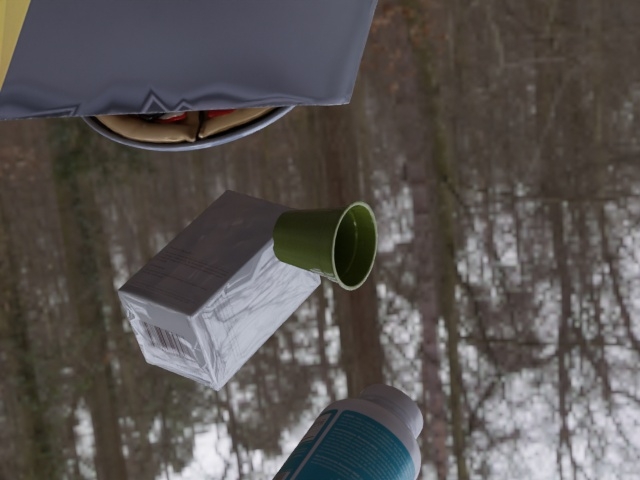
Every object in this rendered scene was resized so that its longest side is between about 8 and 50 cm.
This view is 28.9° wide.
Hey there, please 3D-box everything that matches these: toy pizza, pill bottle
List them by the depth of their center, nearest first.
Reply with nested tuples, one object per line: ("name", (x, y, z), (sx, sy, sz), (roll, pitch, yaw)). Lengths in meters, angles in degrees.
("toy pizza", (-0.090, -0.144, 0.911), (0.201, 0.032, 0.201), (-7, -133, 8))
("pill bottle", (0.029, 0.293, 1.510), (0.146, 0.146, 0.264), (8, -141, 32))

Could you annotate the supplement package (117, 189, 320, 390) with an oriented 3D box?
("supplement package", (-0.099, 0.047, 1.266), (0.105, 0.105, 0.179), (16, -133, 36))

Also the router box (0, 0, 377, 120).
("router box", (-0.077, -0.173, 0.281), (0.242, 0.309, 0.081), (-6, -139, -28))

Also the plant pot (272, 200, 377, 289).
("plant pot", (0.000, 0.000, 1.170), (0.079, 0.083, 0.083), (8, -157, 32))
